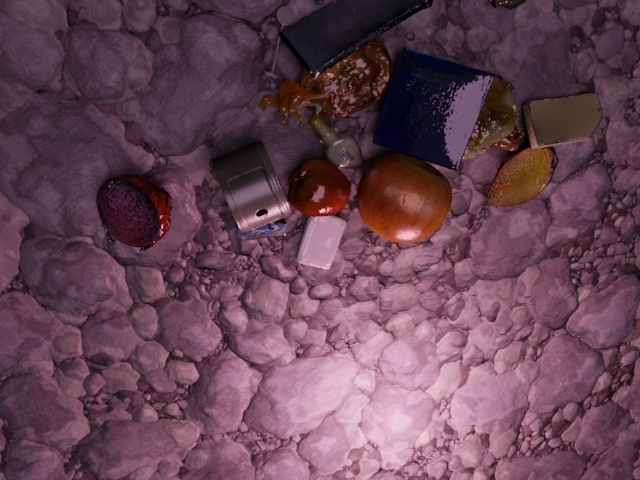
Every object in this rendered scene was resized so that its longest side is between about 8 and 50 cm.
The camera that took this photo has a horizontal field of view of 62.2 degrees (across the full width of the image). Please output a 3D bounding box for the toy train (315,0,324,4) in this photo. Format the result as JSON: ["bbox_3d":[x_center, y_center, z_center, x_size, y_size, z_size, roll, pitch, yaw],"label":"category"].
[{"bbox_3d":[0.003,-0.724,1.381,0.060,0.081,0.202,0,118,-10],"label":"toy train"}]

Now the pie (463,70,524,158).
[{"bbox_3d":[0.478,-0.383,1.616,0.275,0.105,0.256,-12,99,-9],"label":"pie"}]

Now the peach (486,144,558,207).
[{"bbox_3d":[0.640,-0.207,1.727,0.279,0.068,0.189,-31,116,-3],"label":"peach"}]

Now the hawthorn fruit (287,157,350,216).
[{"bbox_3d":[-0.002,-0.152,1.560,0.190,0.189,0.189,-4,112,-10],"label":"hawthorn fruit"}]

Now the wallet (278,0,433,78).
[{"bbox_3d":[0.093,-0.583,1.393,0.379,0.190,0.046,-32,151,-3],"label":"wallet"}]

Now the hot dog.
[{"bbox_3d":[0.070,-0.458,1.478,0.273,0.122,0.196,-27,117,-2],"label":"hot dog"}]

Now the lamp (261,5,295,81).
[{"bbox_3d":[-0.117,-0.539,1.459,0.050,0.056,0.198,14,97,-15],"label":"lamp"}]

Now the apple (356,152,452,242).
[{"bbox_3d":[0.244,-0.125,1.572,0.286,0.286,0.232,18,114,-18],"label":"apple"}]

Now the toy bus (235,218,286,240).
[{"bbox_3d":[-0.181,-0.037,1.631,0.153,0.051,0.061,-8,119,-9],"label":"toy bus"}]

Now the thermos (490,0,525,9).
[{"bbox_3d":[0.573,-0.720,1.512,0.188,0.083,0.073,-27,93,1],"label":"thermos"}]

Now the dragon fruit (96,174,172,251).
[{"bbox_3d":[-0.502,-0.099,1.503,0.219,0.148,0.223,13,122,16],"label":"dragon fruit"}]

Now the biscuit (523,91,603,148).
[{"bbox_3d":[0.767,-0.379,1.669,0.253,0.052,0.150,-11,85,-9],"label":"biscuit"}]

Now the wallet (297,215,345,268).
[{"bbox_3d":[0.000,0.000,1.695,0.124,0.032,0.182,13,107,-16],"label":"wallet"}]

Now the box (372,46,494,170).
[{"bbox_3d":[0.317,-0.373,1.517,0.262,0.116,0.278,20,107,9],"label":"box"}]

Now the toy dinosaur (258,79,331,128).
[{"bbox_3d":[-0.067,-0.393,1.463,0.142,0.057,0.212,50,123,2],"label":"toy dinosaur"}]

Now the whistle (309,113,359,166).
[{"bbox_3d":[0.038,-0.290,1.548,0.104,0.057,0.198,-37,132,12],"label":"whistle"}]

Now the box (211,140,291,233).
[{"bbox_3d":[-0.191,-0.150,1.486,0.150,0.226,0.226,-23,114,-2],"label":"box"}]
